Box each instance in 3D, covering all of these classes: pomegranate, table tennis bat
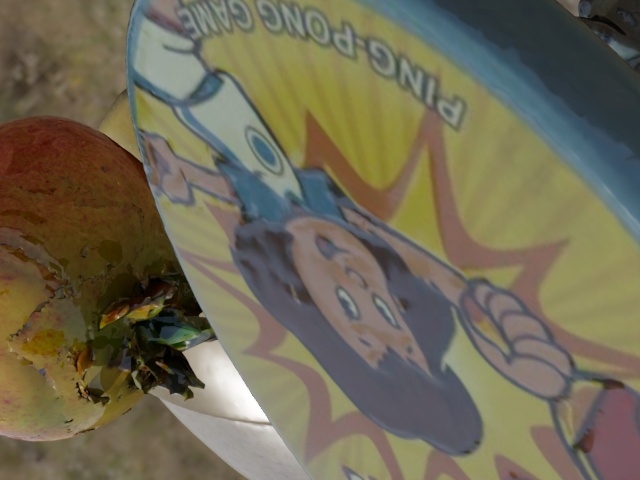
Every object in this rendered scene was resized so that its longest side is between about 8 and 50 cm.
[{"bbox_3d":[-0.169,0.027,1.164,0.235,0.210,0.210,19,151,32],"label":"pomegranate"},{"bbox_3d":[0.062,0.065,0.431,0.329,0.044,0.215,57,153,-14],"label":"table tennis bat"}]

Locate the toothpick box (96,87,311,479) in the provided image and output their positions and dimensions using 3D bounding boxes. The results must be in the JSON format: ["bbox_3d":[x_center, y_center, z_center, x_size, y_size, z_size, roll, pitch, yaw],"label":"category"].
[{"bbox_3d":[0.000,0.000,1.546,0.425,0.409,0.409,45,162,-10],"label":"toothpick box"}]

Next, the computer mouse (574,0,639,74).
[{"bbox_3d":[0.214,-0.067,0.955,0.379,0.167,0.090,26,170,-22],"label":"computer mouse"}]
